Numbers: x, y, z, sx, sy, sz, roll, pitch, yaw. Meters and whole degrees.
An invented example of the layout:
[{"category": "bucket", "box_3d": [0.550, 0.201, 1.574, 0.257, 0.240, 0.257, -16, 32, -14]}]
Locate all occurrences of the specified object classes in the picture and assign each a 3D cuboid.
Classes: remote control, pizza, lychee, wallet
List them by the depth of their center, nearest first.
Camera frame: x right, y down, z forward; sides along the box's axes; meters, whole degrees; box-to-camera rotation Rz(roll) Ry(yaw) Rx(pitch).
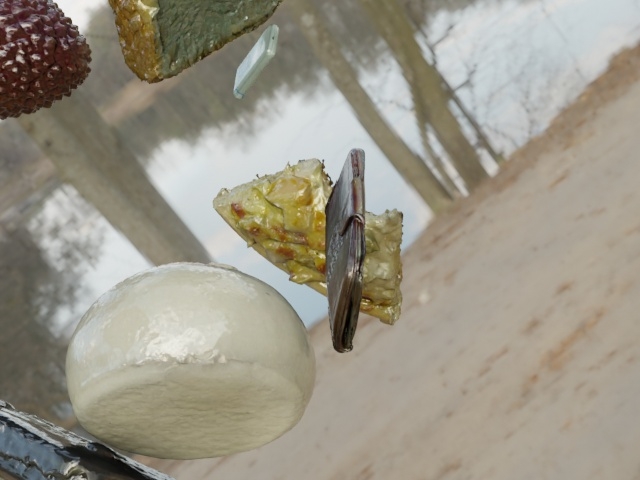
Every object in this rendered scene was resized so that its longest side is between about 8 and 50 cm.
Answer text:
[{"category": "wallet", "box_3d": [0.031, -0.002, 1.420, 0.255, 0.031, 0.137, -92, 13, -52]}, {"category": "remote control", "box_3d": [-0.085, -0.235, 1.578, 0.124, 0.018, 0.053, 136, 147, -55]}, {"category": "pizza", "box_3d": [0.000, 0.000, 1.696, 0.089, 0.323, 0.223, -59, 3, -39]}, {"category": "lychee", "box_3d": [-0.501, -0.307, 1.930, 0.271, 0.271, 0.271, -37, 12, 9]}]

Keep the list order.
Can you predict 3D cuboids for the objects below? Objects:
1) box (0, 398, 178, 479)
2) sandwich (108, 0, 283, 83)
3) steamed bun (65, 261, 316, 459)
[{"category": "box", "box_3d": [-0.279, 0.287, 1.446, 0.359, 0.350, 0.091, 14, 73, 39]}, {"category": "sandwich", "box_3d": [-0.162, -0.381, 1.510, 0.271, 0.301, 0.099, -35, 44, -24]}, {"category": "steamed bun", "box_3d": [-0.147, 0.126, 1.375, 0.283, 0.283, 0.177, -30, 48, 36]}]
